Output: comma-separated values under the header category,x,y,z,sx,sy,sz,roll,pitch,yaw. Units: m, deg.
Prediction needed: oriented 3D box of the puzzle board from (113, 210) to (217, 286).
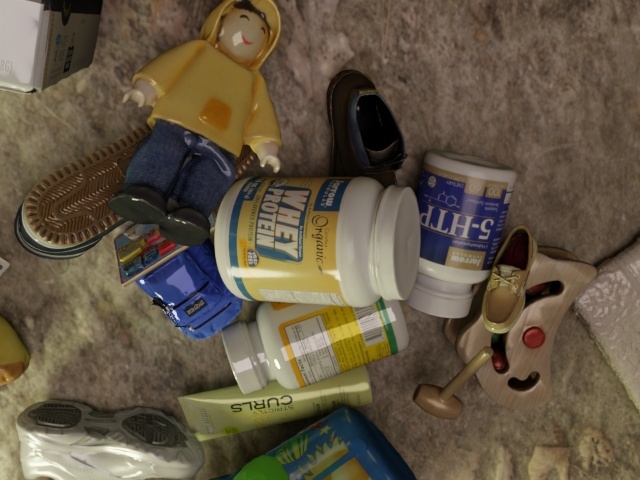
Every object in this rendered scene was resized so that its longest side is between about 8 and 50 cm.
category,x,y,z,sx,sy,sz,roll,pitch,yaw
puzzle board,-0.180,-0.010,0.860,0.128,0.096,0.011,-32,129,1

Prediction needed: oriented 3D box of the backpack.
category,x,y,z,sx,sy,sz,roll,pitch,yaw
backpack,-0.152,0.058,0.883,0.098,0.101,0.120,-33,112,9

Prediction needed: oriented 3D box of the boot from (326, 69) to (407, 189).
category,x,y,z,sx,sy,sz,roll,pitch,yaw
boot,0.055,-0.085,0.869,0.082,0.106,0.219,-16,108,-4

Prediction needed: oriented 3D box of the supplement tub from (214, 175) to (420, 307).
category,x,y,z,sx,sy,sz,roll,pitch,yaw
supplement tub,0.000,0.000,0.830,0.200,0.144,0.144,1,108,20

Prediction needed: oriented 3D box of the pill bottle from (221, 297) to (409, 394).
category,x,y,z,sx,sy,sz,roll,pitch,yaw
pill bottle,-0.008,0.112,0.911,0.209,0.117,0.117,-20,108,-4

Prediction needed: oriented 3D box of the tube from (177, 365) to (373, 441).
category,x,y,z,sx,sy,sz,roll,pitch,yaw
tube,-0.054,0.208,0.963,0.240,0.062,0.070,-11,87,-3

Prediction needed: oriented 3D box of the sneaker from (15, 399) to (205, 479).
category,x,y,z,sx,sy,sz,roll,pitch,yaw
sneaker,-0.264,0.274,0.943,0.232,0.090,0.115,11,111,-3

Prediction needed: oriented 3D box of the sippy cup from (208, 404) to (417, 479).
category,x,y,z,sx,sy,sz,roll,pitch,yaw
sippy cup,0.001,0.332,0.913,0.224,0.305,0.240,-41,88,3

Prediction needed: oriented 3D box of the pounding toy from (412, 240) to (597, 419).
category,x,y,z,sx,sy,sz,roll,pitch,yaw
pounding toy,0.252,0.135,0.938,0.154,0.155,0.269,32,99,-12

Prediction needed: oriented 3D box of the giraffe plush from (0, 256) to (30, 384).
category,x,y,z,sx,sy,sz,roll,pitch,yaw
giraffe plush,-0.422,0.129,0.822,0.182,0.170,0.210,24,101,-14

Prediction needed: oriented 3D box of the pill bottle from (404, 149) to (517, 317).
category,x,y,z,sx,sy,sz,roll,pitch,yaw
pill bottle,0.161,-0.007,0.906,0.112,0.112,0.186,8,105,-11

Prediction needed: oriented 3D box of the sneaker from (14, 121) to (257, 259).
category,x,y,z,sx,sy,sz,roll,pitch,yaw
sneaker,-0.212,-0.064,0.845,0.282,0.153,0.099,-29,95,-33

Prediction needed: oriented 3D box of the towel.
category,x,y,z,sx,sy,sz,roll,pitch,yaw
towel,0.474,0.123,1.027,0.187,0.049,0.282,-37,108,2

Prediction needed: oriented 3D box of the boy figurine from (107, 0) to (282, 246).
category,x,y,z,sx,sy,sz,roll,pitch,yaw
boy figurine,-0.109,-0.135,0.781,0.177,0.092,0.285,30,68,-21

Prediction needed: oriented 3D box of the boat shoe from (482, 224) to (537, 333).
category,x,y,z,sx,sy,sz,roll,pitch,yaw
boat shoe,0.217,0.042,0.870,0.050,0.135,0.045,7,150,26

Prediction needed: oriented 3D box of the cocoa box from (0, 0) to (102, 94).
category,x,y,z,sx,sy,sz,roll,pitch,yaw
cocoa box,-0.308,-0.272,0.630,0.232,0.347,0.227,10,104,-13
